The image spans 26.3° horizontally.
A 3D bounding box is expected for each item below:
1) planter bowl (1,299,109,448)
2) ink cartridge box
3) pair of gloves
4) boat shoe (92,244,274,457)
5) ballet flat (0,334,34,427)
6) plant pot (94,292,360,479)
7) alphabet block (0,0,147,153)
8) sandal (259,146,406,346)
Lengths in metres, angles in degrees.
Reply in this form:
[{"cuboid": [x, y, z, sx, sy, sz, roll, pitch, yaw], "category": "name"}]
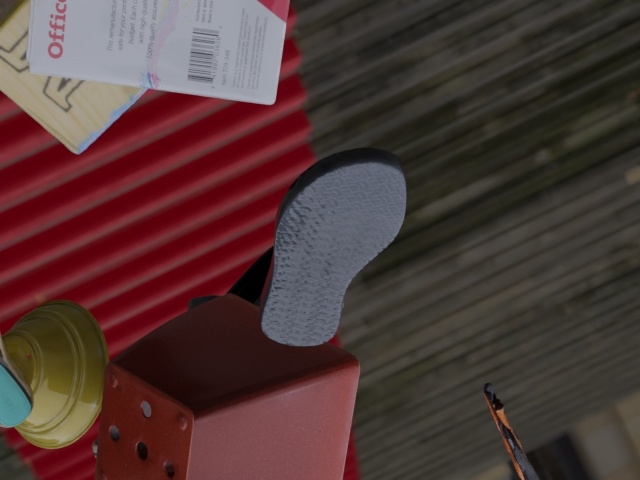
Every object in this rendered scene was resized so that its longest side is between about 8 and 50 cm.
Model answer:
[{"cuboid": [-0.411, 0.188, 1.964, 0.217, 0.217, 0.090, -26, 159, 28], "category": "planter bowl"}, {"cuboid": [-0.190, -0.305, 1.678, 0.306, 0.226, 0.131, 8, -160, -5], "category": "ink cartridge box"}, {"cuboid": [0.131, 0.136, 0.935, 0.010, 0.074, 0.083, -24, -174, 1], "category": "pair of gloves"}, {"cuboid": [-0.170, 0.166, 2.114, 0.500, 0.156, 0.187, -39, -162, -32], "category": "boat shoe"}, {"cuboid": [-0.405, 0.126, 1.590, 0.080, 0.232, 0.073, -29, -138, -16], "category": "ballet flat"}, {"cuboid": [-0.140, 0.246, 1.767, 0.235, 0.267, 0.267, -8, -157, -44], "category": "plant pot"}, {"cuboid": [-0.331, -0.275, 1.891, 0.193, 0.197, 0.192, -39, -159, 26], "category": "alphabet block"}, {"cuboid": [-0.001, 0.000, 1.159, 0.097, 0.054, 0.254, 12, 141, -13], "category": "sandal"}]
